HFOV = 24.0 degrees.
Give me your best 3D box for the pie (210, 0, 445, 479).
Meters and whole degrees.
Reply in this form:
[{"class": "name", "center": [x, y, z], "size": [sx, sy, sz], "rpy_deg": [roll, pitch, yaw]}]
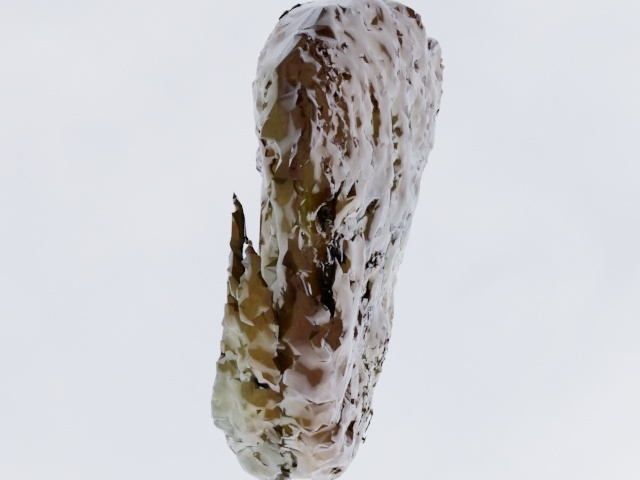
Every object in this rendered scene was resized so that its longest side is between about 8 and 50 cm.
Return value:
[{"class": "pie", "center": [0.001, 0.000, 0.860], "size": [0.085, 0.308, 0.308], "rpy_deg": [11, -101, 11]}]
